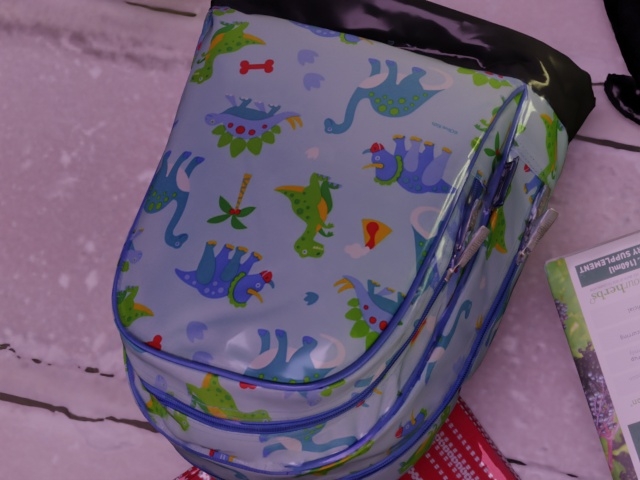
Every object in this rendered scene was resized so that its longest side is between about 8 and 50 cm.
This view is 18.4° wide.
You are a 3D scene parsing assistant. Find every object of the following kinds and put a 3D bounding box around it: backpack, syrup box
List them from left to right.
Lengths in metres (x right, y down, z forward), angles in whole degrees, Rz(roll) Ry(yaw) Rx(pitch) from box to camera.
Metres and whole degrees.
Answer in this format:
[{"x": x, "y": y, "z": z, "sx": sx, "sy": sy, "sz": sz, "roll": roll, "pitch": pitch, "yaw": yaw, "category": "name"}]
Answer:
[{"x": 0.000, "y": 0.000, "z": 1.337, "sx": 0.290, "sy": 0.273, "sz": 0.356, "roll": 19, "pitch": 86, "yaw": 13, "category": "backpack"}, {"x": 0.236, "y": 0.117, "z": 1.340, "sx": 0.093, "sy": 0.096, "sz": 0.237, "roll": -19, "pitch": 74, "yaw": 10, "category": "syrup box"}]

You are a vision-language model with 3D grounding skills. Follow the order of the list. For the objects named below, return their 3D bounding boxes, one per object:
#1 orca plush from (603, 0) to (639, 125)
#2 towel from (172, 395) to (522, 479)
[{"x": 0.263, "y": -0.180, "z": 1.393, "sx": 0.151, "sy": 0.102, "sz": 0.287, "roll": -11, "pitch": 76, "yaw": 10, "category": "orca plush"}, {"x": 0.001, "y": 0.209, "z": 1.408, "sx": 0.275, "sy": 0.031, "sz": 0.199, "roll": -37, "pitch": 74, "yaw": 3, "category": "towel"}]
